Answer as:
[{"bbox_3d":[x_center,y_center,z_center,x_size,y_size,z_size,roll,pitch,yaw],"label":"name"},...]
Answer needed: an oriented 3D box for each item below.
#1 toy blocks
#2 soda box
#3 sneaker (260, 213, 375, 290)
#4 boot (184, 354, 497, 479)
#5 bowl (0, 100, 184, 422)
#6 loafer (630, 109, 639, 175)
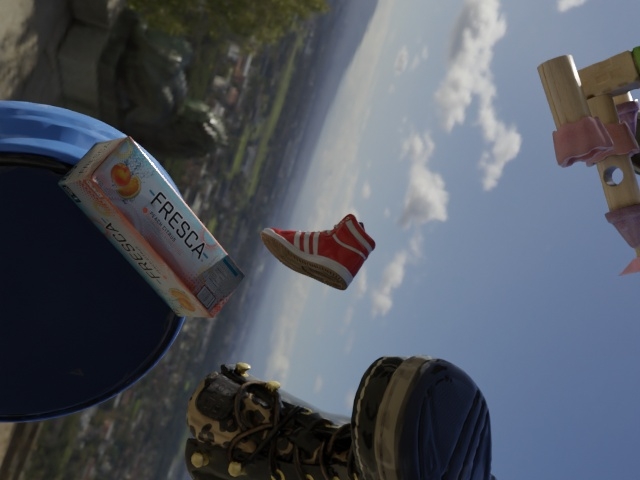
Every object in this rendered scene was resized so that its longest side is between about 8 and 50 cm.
[{"bbox_3d":[0.458,-0.121,1.091,0.309,0.289,0.260,-4,76,-59],"label":"toy blocks"},{"bbox_3d":[-0.153,-0.008,0.850,0.063,0.183,0.058,-2,-137,46],"label":"soda box"},{"bbox_3d":[0.000,0.000,0.885,0.067,0.118,0.042,-49,141,-20],"label":"sneaker"},{"bbox_3d":[0.006,0.187,0.818,0.138,0.284,0.377,-65,153,-22],"label":"boot"},{"bbox_3d":[-0.324,0.041,0.973,0.077,0.391,0.391,-111,-147,-52],"label":"bowl"},{"bbox_3d":[0.550,-0.136,1.462,0.111,0.319,0.112,-51,164,-66],"label":"loafer"}]
